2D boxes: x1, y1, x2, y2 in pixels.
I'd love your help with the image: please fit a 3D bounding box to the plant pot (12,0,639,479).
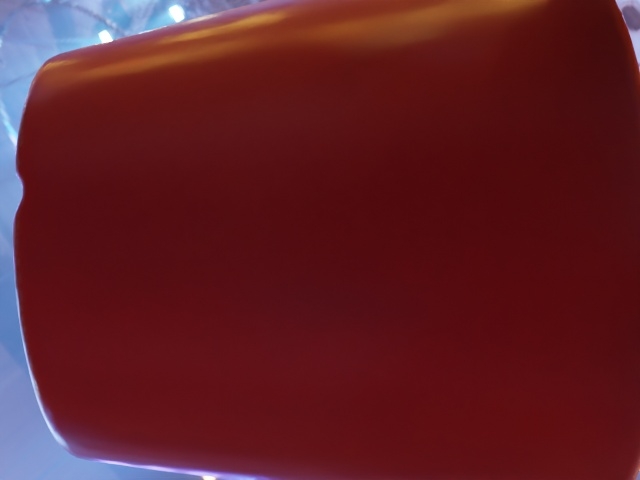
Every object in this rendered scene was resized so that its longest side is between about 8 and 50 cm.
[{"bbox_3d":[0.000,0.000,0.463,0.243,0.275,0.274,-3,-46,-1],"label":"plant pot"}]
